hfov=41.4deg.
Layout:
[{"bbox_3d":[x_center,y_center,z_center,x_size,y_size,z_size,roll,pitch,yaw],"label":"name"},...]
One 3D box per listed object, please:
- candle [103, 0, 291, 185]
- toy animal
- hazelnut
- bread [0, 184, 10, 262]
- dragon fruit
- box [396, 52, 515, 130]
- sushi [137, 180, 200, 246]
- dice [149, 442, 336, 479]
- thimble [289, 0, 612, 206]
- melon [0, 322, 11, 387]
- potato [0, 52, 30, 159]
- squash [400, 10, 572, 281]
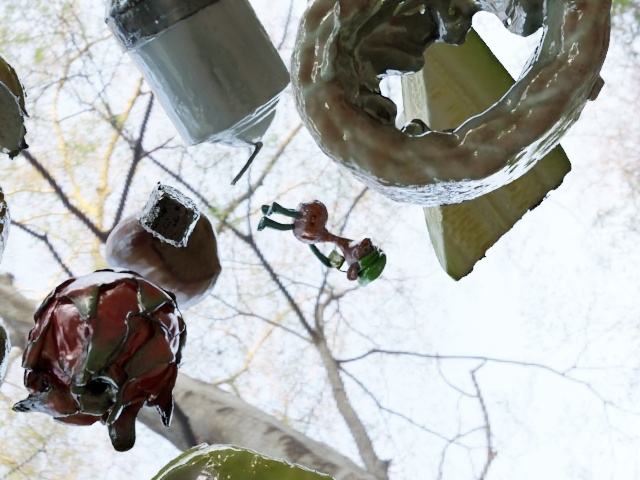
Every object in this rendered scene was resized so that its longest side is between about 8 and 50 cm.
[{"bbox_3d":[-0.176,-0.283,1.356,0.221,0.221,0.342,-45,-66,-34],"label":"candle"},{"bbox_3d":[0.000,0.000,1.312,0.208,0.103,0.100,26,-129,-11],"label":"toy animal"},{"bbox_3d":[-0.278,0.020,1.542,0.210,0.210,0.186,41,-111,-29],"label":"hazelnut"},{"bbox_3d":[-0.564,-0.006,1.251,0.149,0.274,0.274,37,-121,-63],"label":"bread"},{"bbox_3d":[-0.255,0.133,1.013,0.192,0.274,0.193,11,-80,-13],"label":"dragon fruit"},{"bbox_3d":[0.198,-0.205,1.349,0.164,0.256,0.069,-37,-91,-1],"label":"box"},{"bbox_3d":[-0.244,-0.040,1.368,0.090,0.150,0.078,33,-88,-18],"label":"sushi"},{"bbox_3d":[-0.057,0.340,0.754,0.226,0.238,0.233,-56,-36,-38],"label":"dice"},{"bbox_3d":[0.098,-0.130,0.630,0.148,0.229,0.196,1,-105,-77],"label":"thimble"},{"bbox_3d":[-0.448,0.151,1.014,0.139,0.139,0.192,30,-91,-34],"label":"melon"},{"bbox_3d":[-0.423,-0.164,0.856,0.243,0.138,0.098,-1,-136,-25],"label":"potato"},{"bbox_3d":[0.123,-0.126,0.964,0.203,0.111,0.288,-44,-81,0],"label":"squash"}]
